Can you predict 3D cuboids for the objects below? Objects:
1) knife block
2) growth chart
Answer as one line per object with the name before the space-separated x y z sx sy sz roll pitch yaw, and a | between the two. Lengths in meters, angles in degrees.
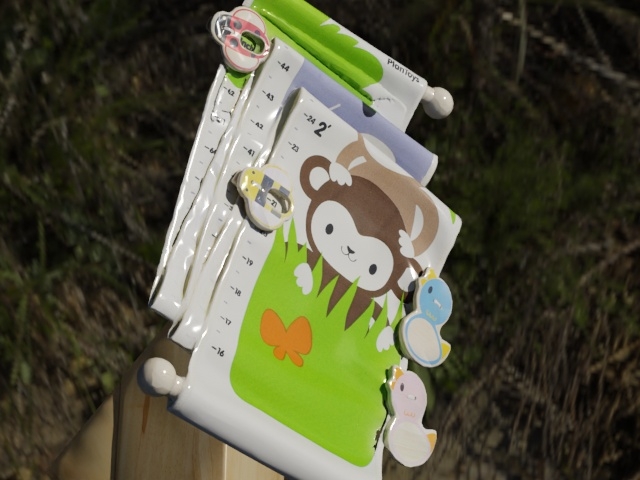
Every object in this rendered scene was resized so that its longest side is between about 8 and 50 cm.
knife block | -0.072 0.200 1.095 0.275 0.088 0.242 -51 56 2
growth chart | 0.000 0.000 0.695 0.172 0.021 0.237 24 61 -30
